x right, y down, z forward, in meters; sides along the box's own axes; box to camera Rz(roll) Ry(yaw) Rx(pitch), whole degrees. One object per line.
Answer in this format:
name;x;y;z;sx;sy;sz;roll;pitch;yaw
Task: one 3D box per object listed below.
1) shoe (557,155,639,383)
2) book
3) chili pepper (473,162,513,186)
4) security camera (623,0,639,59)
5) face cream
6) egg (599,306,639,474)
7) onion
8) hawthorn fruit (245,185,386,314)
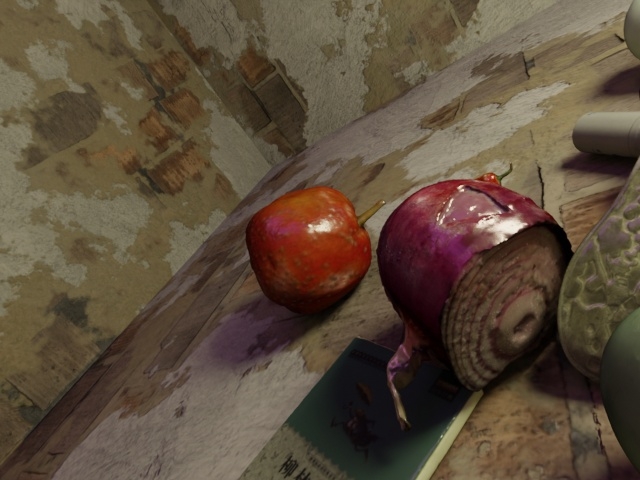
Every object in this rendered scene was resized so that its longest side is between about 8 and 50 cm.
shoe;0.384;0.014;0.471;0.124;0.159;0.316;31;99;38
book;0.015;0.302;0.556;0.379;0.031;0.264;-46;24;-23
chili pepper;0.331;-0.098;0.889;0.191;0.050;0.059;-37;20;35
security camera;0.714;-0.429;0.795;0.195;0.194;0.236;-37;17;0
face cream;0.536;-0.169;0.669;0.077;0.077;0.250;-37;20;0
egg;0.315;0.115;0.230;0.203;0.203;0.283;-43;24;-15
onion;0.178;0.040;0.551;0.273;0.256;0.230;-11;26;-16
hawthorn fruit;0.000;0.000;0.914;0.330;0.287;0.287;-30;21;3
